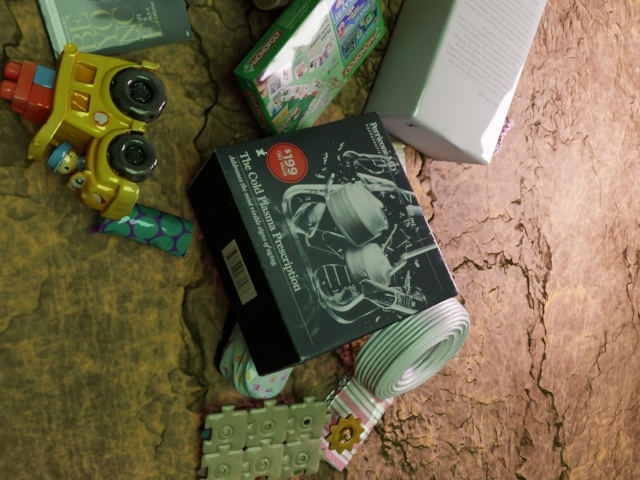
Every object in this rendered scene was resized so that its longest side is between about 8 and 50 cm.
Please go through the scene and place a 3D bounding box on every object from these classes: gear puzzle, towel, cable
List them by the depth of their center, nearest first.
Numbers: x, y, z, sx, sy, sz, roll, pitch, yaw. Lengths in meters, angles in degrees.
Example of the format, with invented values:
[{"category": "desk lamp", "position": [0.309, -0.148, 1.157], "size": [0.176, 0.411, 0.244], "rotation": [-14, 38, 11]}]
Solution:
[{"category": "gear puzzle", "position": [-0.067, 0.369, 1.277], "size": [0.339, 0.044, 0.175], "rotation": [0, 106, -25]}, {"category": "cable", "position": [0.181, 0.212, 1.335], "size": [0.257, 0.089, 0.257], "rotation": [-27, 149, -26]}, {"category": "towel", "position": [0.062, 0.365, 1.394], "size": [0.197, 0.029, 0.144], "rotation": [-50, 122, -17]}]

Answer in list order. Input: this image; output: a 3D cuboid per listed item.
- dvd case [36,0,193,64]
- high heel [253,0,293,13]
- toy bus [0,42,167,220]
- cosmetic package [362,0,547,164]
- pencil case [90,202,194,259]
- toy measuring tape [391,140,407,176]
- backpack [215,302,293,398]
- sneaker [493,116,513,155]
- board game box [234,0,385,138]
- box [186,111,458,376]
[{"category": "dvd case", "position": [-0.314, -0.368, 1.017], "size": [0.221, 0.018, 0.164], "rotation": [-22, 110, -29]}, {"category": "high heel", "position": [-0.085, -0.558, 1.110], "size": [0.181, 0.127, 0.377], "rotation": [-28, 112, -58]}, {"category": "toy bus", "position": [-0.339, -0.158, 0.938], "size": [0.211, 0.149, 0.220], "rotation": [13, 69, -30]}, {"category": "cosmetic package", "position": [0.280, -0.401, 1.321], "size": [0.230, 0.161, 0.453], "rotation": [23, 85, -35]}, {"category": "pencil case", "position": [-0.279, -0.020, 1.074], "size": [0.152, 0.064, 0.070], "rotation": [21, 121, -34]}, {"category": "toy measuring tape", "position": [0.145, -0.030, 1.357], "size": [0.121, 0.121, 0.330], "rotation": [0, 76, -34]}, {"category": "backpack", "position": [-0.104, 0.186, 1.199], "size": [0.152, 0.115, 0.182], "rotation": [29, 85, -37]}, {"category": "sneaker", "position": [0.379, -0.237, 1.493], "size": [0.057, 0.047, 0.119], "rotation": [38, 70, -26]}, {"category": "board game box", "position": [-0.005, -0.325, 1.151], "size": [0.317, 0.046, 0.213], "rotation": [-53, 156, -15]}, {"category": "box", "position": [0.000, 0.000, 1.108], "size": [0.313, 0.179, 0.343], "rotation": [-19, 82, -30]}]
